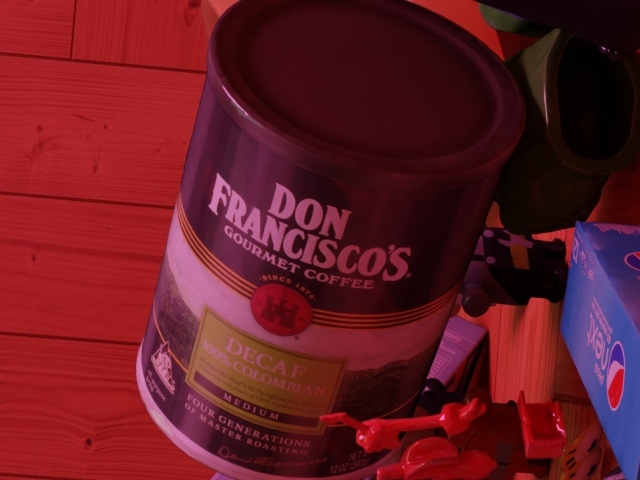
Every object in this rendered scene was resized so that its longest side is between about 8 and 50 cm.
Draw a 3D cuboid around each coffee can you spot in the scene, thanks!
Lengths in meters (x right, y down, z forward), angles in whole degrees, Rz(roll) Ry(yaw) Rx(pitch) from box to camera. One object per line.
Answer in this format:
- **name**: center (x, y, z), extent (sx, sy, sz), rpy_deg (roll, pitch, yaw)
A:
- **coffee can**: center (0.000, 0.000, 1.238), extent (0.201, 0.202, 0.275), rpy_deg (-91, 14, -51)

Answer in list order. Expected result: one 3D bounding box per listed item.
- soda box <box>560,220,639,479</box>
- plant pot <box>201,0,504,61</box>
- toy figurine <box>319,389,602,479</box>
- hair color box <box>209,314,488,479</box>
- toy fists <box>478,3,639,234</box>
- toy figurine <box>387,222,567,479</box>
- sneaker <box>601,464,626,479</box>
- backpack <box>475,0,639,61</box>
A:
- **soda box**: center (0.180, 0.058, 0.988), extent (0.210, 0.067, 0.071), rpy_deg (-97, 12, -70)
- **plant pot**: center (0.023, -0.161, 1.669), extent (0.291, 0.203, 0.290), rpy_deg (158, 90, -81)
- **toy figurine**: center (0.087, 0.289, 1.238), extent (0.362, 0.191, 0.217), rpy_deg (99, 169, -49)
- **hair color box**: center (0.004, 0.217, 1.644), extent (0.374, 0.114, 0.185), rpy_deg (-45, -24, -47)
- **toy fists**: center (0.162, -0.141, 1.265), extent (0.142, 0.096, 0.279), rpy_deg (146, 130, -64)
- **toy figurine**: center (0.098, 0.084, 1.470), extent (0.213, 0.148, 0.209), rpy_deg (-171, 86, -86)
- **sneaker**: center (0.169, 0.203, 0.998), extent (0.083, 0.084, 0.215), rpy_deg (-47, -33, -47)
- **backpack**: center (0.155, -0.218, 1.127), extent (0.117, 0.158, 0.173), rpy_deg (121, 166, -61)
